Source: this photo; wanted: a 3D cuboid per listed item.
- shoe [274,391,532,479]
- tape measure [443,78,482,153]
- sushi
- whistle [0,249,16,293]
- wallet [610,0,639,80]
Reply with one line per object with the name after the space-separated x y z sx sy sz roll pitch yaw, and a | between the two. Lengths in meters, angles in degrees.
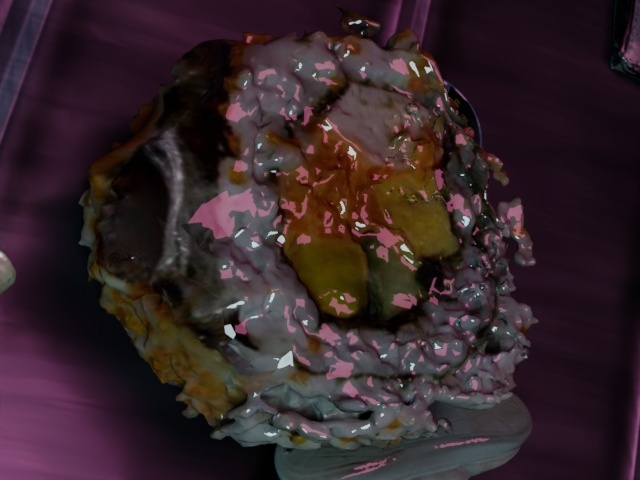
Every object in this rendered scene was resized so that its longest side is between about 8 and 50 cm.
0.074 0.201 1.419 0.251 0.100 0.103 -11 35 -22 | shoe
0.096 -0.104 1.560 0.125 0.081 0.146 -33 92 -35 | tape measure
0.004 0.002 1.369 0.417 0.176 0.418 10 64 -22 | sushi
-0.326 0.093 1.204 0.126 0.067 0.258 55 46 -19 | whistle
0.511 -0.213 1.908 0.379 0.046 0.191 24 58 -23 | wallet
